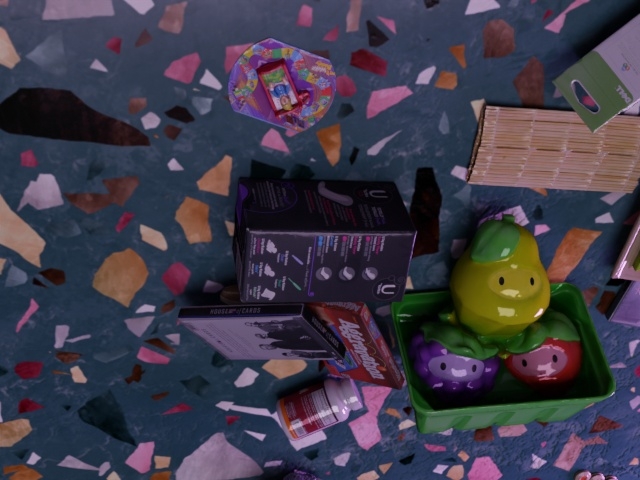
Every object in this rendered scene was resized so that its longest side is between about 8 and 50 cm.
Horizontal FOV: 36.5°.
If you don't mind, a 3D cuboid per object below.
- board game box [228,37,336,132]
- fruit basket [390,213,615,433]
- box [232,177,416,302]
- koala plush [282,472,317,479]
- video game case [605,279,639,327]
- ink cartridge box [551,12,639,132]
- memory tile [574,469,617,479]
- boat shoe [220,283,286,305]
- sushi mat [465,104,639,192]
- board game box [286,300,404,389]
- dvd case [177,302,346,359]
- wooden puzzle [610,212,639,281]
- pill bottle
[{"bbox_3d":[-0.056,-0.231,1.493,0.168,0.033,0.133,17,120,-21],"label":"board game box"},{"bbox_3d":[0.317,0.155,1.705,0.392,0.283,0.392,-6,142,-5],"label":"fruit basket"},{"bbox_3d":[0.000,0.000,1.579,0.270,0.165,0.143,1,123,-10],"label":"box"},{"bbox_3d":[-0.114,0.572,1.968,0.221,0.203,0.196,-10,129,22],"label":"koala plush"},{"bbox_3d":[0.684,0.057,1.832,0.196,0.026,0.274,11,120,-17],"label":"video game case"},{"bbox_3d":[0.480,-0.271,1.516,0.209,0.062,0.109,-38,84,14],"label":"ink cartridge box"},{"bbox_3d":[0.588,0.573,2.172,0.113,0.012,0.148,17,119,-21],"label":"memory tile"},{"bbox_3d":[-0.081,0.077,1.687,0.190,0.068,0.072,-3,113,-20],"label":"boat shoe"},{"bbox_3d":[0.408,-0.152,1.640,0.316,0.019,0.151,2,122,-13],"label":"sushi mat"},{"bbox_3d":[0.047,0.177,1.701,0.145,0.027,0.281,8,150,26],"label":"board game box"},{"bbox_3d":[-0.099,0.159,1.660,0.238,0.029,0.179,-3,150,26],"label":"dvd case"},{"bbox_3d":[0.666,-0.004,1.744,0.238,0.044,0.221,7,122,-15],"label":"wooden puzzle"},{"bbox_3d":[-0.001,0.315,1.843,0.152,0.086,0.086,-23,125,5],"label":"pill bottle"}]
